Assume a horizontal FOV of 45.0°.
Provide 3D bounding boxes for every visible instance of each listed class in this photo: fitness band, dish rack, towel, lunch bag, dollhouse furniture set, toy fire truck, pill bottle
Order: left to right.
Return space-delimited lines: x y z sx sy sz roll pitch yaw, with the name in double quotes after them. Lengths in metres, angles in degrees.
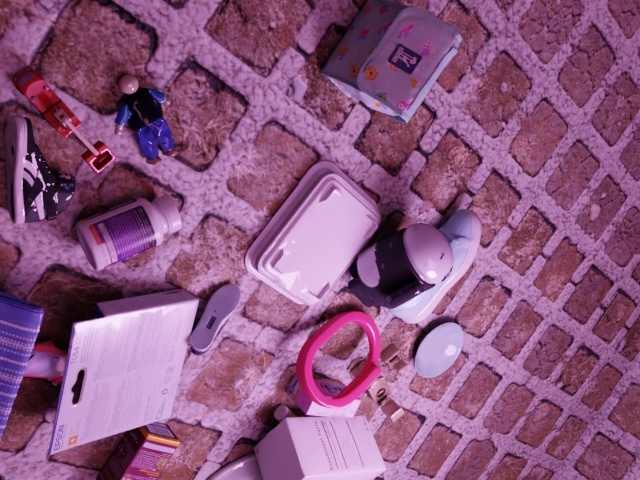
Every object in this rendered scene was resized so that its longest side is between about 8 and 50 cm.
-0.693 0.234 1.476 0.243 0.040 0.335 20 104 -13 "towel"
-0.463 -0.218 1.393 0.047 0.135 0.192 -43 132 -9 "toy fire truck"
-0.388 -0.023 1.576 0.194 0.108 0.108 -25 127 -24 "pill bottle"
-0.091 0.490 2.127 0.043 0.043 0.083 -45 132 -7 "pill bottle"
0.000 0.000 1.908 0.332 0.072 0.285 -52 134 0 "dish rack"
0.057 0.316 2.064 0.291 0.054 0.209 -39 105 -35 "fitness band"
0.197 0.385 2.190 0.161 0.182 0.101 -38 131 -14 "dollhouse furniture set"
0.160 -0.391 1.678 0.160 0.262 0.223 32 94 -43 "lunch bag"

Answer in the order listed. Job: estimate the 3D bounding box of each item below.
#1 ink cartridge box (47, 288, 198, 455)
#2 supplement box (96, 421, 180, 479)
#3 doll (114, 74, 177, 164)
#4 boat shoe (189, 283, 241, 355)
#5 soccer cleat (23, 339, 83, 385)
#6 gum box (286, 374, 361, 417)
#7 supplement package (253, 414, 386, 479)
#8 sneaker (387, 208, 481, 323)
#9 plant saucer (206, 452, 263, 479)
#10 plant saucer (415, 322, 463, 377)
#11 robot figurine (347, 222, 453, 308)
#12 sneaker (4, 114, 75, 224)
-0.439 0.278 1.688 0.330 0.071 0.323 -5 119 -50 "ink cartridge box"
-0.440 0.533 1.864 0.104 0.081 0.188 30 94 -43 "supplement box"
-0.350 -0.240 1.526 0.129 0.046 0.188 -32 130 -20 "doll"
-0.255 0.187 1.831 0.065 0.083 0.183 33 66 -2 "boat shoe"
-0.602 0.243 1.593 0.248 0.083 0.095 18 87 -42 "soccer cleat"
0.013 0.430 2.128 0.188 0.107 0.062 16 104 -41 "gum box"
-0.003 0.601 2.129 0.293 0.175 0.177 8 137 -39 "supplement package"
0.305 0.063 2.125 0.150 0.135 0.365 26 97 -46 "sneaker"
-0.199 0.788 2.176 0.401 0.100 0.400 -18 124 -29 "plant saucer"
0.357 0.331 2.378 0.195 0.037 0.194 -18 123 -29 "plant saucer"
0.207 0.069 1.982 0.278 0.209 0.174 -29 159 27 "robot figurine"
-0.519 -0.137 1.444 0.121 0.079 0.216 -11 129 -36 "sneaker"
